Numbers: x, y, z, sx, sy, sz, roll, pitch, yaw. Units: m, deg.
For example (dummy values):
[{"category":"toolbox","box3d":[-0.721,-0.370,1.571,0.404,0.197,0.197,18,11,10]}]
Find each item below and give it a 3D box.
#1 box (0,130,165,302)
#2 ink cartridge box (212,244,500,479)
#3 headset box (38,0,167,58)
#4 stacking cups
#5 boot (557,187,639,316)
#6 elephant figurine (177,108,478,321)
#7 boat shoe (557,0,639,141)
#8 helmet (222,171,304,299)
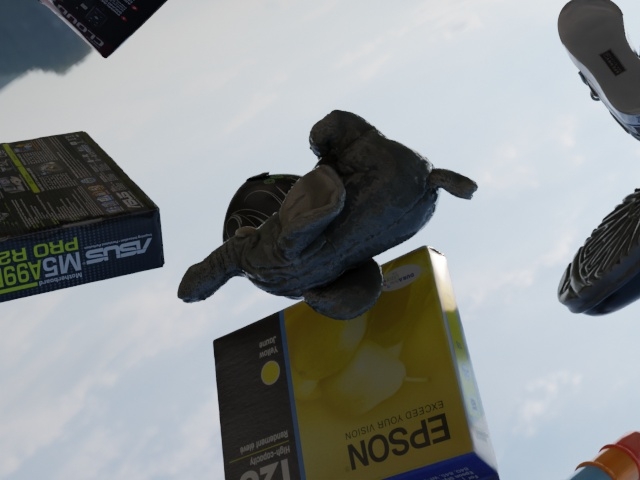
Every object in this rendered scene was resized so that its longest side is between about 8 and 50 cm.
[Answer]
[{"category":"box","box3d":[-0.293,-0.028,0.882,0.216,0.060,0.270,-14,-153,-25]},{"category":"ink cartridge box","box3d":[0.026,0.201,0.977,0.303,0.072,0.307,-25,-124,26]},{"category":"headset box","box3d":[-0.165,-0.266,0.640,0.110,0.218,0.293,-55,-161,-24]},{"category":"stacking cups","box3d":[0.375,0.364,1.331,0.316,0.096,0.096,-26,-169,-41]},{"category":"boot","box3d":[0.582,0.079,1.161,0.367,0.445,0.146,-49,-172,26]},{"category":"elephant figurine","box3d":[0.000,0.000,0.934,0.239,0.169,0.186,-48,179,-26]},{"category":"boat shoe","box3d":[0.489,-0.287,1.544,0.113,0.105,0.306,-29,-130,8]},{"category":"helmet","box3d":[-0.038,-0.007,1.294,0.161,0.169,0.169,21,-127,29]}]
